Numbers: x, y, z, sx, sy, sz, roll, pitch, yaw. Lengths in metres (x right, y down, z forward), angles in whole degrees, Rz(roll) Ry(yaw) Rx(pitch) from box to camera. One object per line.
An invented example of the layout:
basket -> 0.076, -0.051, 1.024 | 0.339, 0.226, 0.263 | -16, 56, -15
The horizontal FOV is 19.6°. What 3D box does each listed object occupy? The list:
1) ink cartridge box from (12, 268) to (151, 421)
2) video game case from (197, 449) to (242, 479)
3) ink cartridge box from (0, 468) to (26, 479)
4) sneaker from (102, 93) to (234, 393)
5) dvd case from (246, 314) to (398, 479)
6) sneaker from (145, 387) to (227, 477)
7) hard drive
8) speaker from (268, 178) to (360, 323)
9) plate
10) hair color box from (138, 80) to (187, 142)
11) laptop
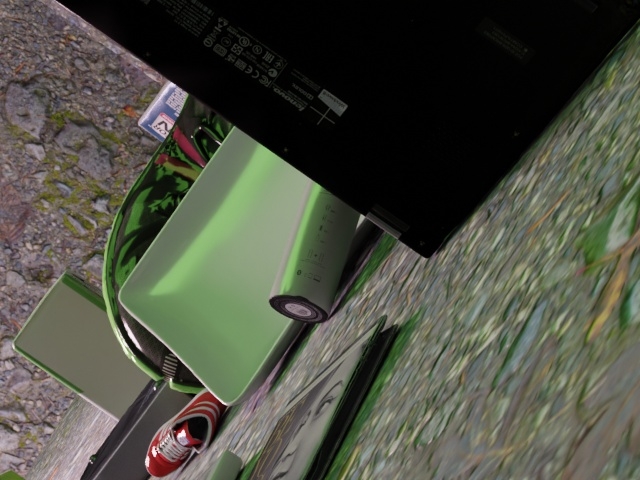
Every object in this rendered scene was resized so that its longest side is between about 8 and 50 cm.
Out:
ink cartridge box -> -0.285, 0.140, 2.421 | 0.117, 0.201, 0.278 | -55, 6, -3
video game case -> -0.138, 0.279, 1.491 | 0.173, 0.022, 0.190 | -49, 10, 40
ink cartridge box -> -0.401, 0.383, 2.311 | 0.189, 0.097, 0.255 | -55, -7, 9
sneaker -> -0.102, -0.070, 2.006 | 0.202, 0.185, 0.483 | 139, 149, -65
dvd case -> -0.028, 0.166, 1.278 | 0.164, 0.018, 0.221 | -47, 11, 53
sneaker -> -0.137, 0.196, 1.794 | 0.118, 0.042, 0.067 | -50, 5, 21
hard drive -> -0.203, 0.219, 2.095 | 0.255, 0.054, 0.172 | -52, 7, 26
speaker -> 0.000, 0.000, 1.610 | 0.055, 0.055, 0.136 | 138, 152, -64
plate -> -0.052, 0.000, 1.754 | 0.277, 0.045, 0.278 | -54, 35, 0
hair color box -> -0.089, -0.257, 2.336 | 0.347, 0.105, 0.174 | -44, 12, 50
laptop -> -0.020, -0.188, 1.373 | 0.408, 0.382, 0.236 | -51, 9, 36
